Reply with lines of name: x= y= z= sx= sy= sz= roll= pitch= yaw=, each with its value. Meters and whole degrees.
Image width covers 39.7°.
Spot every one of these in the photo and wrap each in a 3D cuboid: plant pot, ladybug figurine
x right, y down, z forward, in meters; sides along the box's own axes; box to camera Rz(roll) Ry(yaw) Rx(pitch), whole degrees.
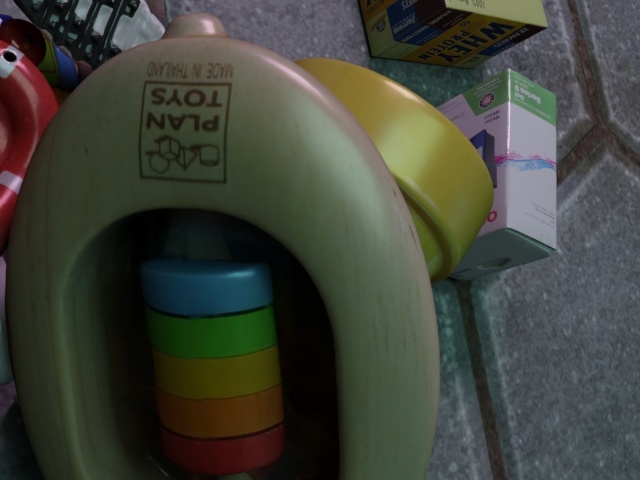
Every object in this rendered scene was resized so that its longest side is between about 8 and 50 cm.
plant pot: x=0.000 y=0.000 z=0.839 sx=0.254 sy=0.254 sz=0.239 roll=40 pitch=69 yaw=-21
ladybug figurine: x=-0.063 y=0.066 z=0.640 sx=0.162 sy=0.305 sz=0.448 roll=-53 pitch=145 yaw=-69

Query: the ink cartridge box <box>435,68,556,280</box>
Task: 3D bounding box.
ink cartridge box: x=0.198 y=-0.074 z=1.066 sx=0.093 sy=0.154 sz=0.212 roll=20 pitch=63 yaw=-33

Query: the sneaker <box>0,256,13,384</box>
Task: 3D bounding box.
sneaker: x=-0.332 y=0.013 z=0.650 sx=0.151 sy=0.094 sz=0.255 roll=-23 pitch=80 yaw=-47

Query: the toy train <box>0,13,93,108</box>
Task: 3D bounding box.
toy train: x=-0.220 y=-0.066 z=0.775 sx=0.143 sy=0.105 sz=0.247 roll=-8 pitch=80 yaw=-54

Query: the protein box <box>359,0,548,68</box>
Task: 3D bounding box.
protein box: x=0.159 y=-0.347 z=1.142 sx=0.200 sy=0.136 sz=0.201 roll=-3 pitch=76 yaw=-40

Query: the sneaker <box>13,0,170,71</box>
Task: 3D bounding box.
sneaker: x=-0.166 y=-0.166 z=0.763 sx=0.234 sy=0.106 sz=0.078 roll=25 pitch=84 yaw=-35

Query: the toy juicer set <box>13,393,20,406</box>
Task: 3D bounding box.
toy juicer set: x=-0.279 y=0.194 z=0.651 sx=0.329 sy=0.089 sz=0.209 roll=-1 pitch=56 yaw=-55

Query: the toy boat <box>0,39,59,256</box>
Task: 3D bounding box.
toy boat: x=-0.256 y=-0.056 z=0.579 sx=0.151 sy=0.151 sz=0.231 roll=36 pitch=48 yaw=-18
